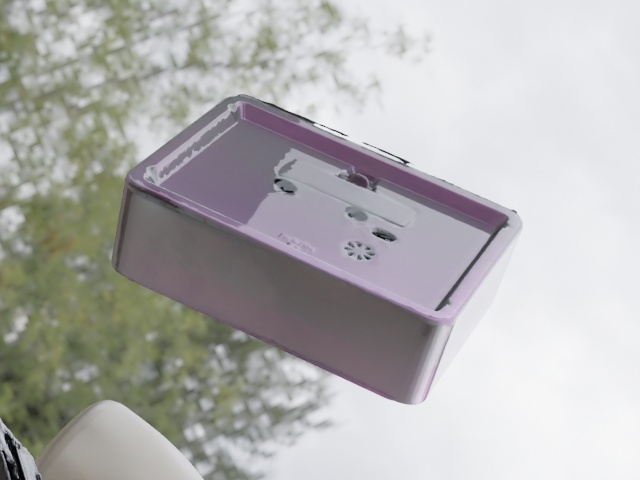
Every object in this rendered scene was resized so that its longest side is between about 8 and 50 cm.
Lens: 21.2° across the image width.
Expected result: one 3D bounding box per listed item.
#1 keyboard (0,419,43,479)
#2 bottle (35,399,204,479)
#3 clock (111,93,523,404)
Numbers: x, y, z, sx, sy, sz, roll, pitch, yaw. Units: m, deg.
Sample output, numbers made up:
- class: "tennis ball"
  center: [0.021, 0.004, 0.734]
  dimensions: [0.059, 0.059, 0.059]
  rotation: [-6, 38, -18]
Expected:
- class: "keyboard"
  center: [-0.164, 0.219, 1.063]
  dimensions: [0.250, 0.017, 0.087]
  rotation: [62, -2, 37]
- class: "bottle"
  center: [-0.120, 0.246, 1.330]
  dimensions: [0.236, 0.147, 0.147]
  rotation: [36, -27, 8]
- class: "clock"
  center: [0.000, 0.000, 0.973]
  dimensions: [0.197, 0.150, 0.063]
  rotation: [24, -58, 12]
